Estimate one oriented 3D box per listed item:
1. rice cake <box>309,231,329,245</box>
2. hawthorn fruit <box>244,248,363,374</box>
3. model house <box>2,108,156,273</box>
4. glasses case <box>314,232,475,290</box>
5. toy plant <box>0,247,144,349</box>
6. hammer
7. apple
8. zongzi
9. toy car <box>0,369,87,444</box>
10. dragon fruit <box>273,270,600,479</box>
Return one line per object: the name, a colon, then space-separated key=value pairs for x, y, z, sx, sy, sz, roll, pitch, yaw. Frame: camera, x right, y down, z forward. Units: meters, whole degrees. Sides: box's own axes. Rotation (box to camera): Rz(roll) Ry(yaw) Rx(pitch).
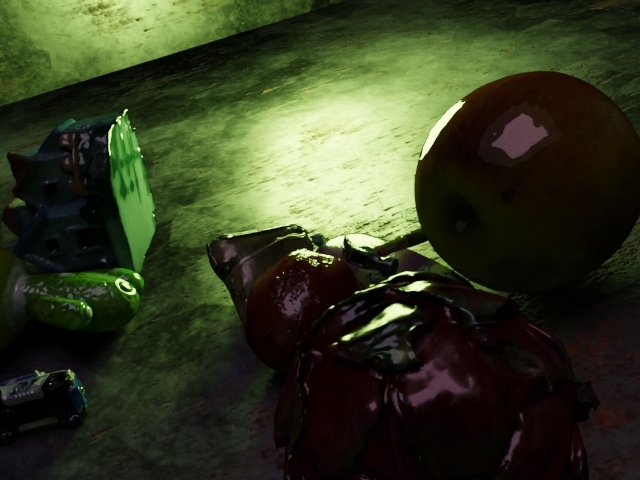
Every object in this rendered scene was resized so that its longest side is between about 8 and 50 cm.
rice cake: x=0.000 y=0.000 z=1.218 sx=0.022 sy=0.021 sz=0.121 roll=-20 pitch=-7 yaw=5
hawthorn fruit: x=-0.022 y=0.116 z=0.944 sx=0.181 sy=0.181 sz=0.235 roll=-9 pitch=24 yaw=6
model house: x=-0.533 y=-0.086 z=1.344 sx=0.330 sy=0.294 sz=0.251 roll=-6 pitch=27 yaw=5
glasses case: x=0.113 y=0.059 z=1.084 sx=0.123 sy=0.075 sz=0.316 roll=-25 pitch=32 yaw=-31
toy plant: x=-0.478 y=0.100 z=1.156 sx=0.316 sy=0.184 sz=0.224 roll=-2 pitch=12 yaw=-3
hammer: x=0.137 y=0.003 z=1.071 sx=0.111 sy=0.033 sz=0.288 roll=19 pitch=21 yaw=32
apple: x=0.306 y=-0.083 z=1.009 sx=0.340 sy=0.339 sz=0.339 roll=-9 pitch=31 yaw=5
zongzi: x=-0.084 y=0.063 z=1.155 sx=0.195 sy=0.099 sz=0.197 roll=-14 pitch=54 yaw=-24
toy car: x=-0.435 y=0.242 z=0.978 sx=0.171 sy=0.080 sz=0.070 roll=-14 pitch=29 yaw=-1
dragon fruit: x=0.107 y=0.184 z=0.663 sx=0.329 sy=0.329 sz=0.329 roll=-9 pitch=31 yaw=5
